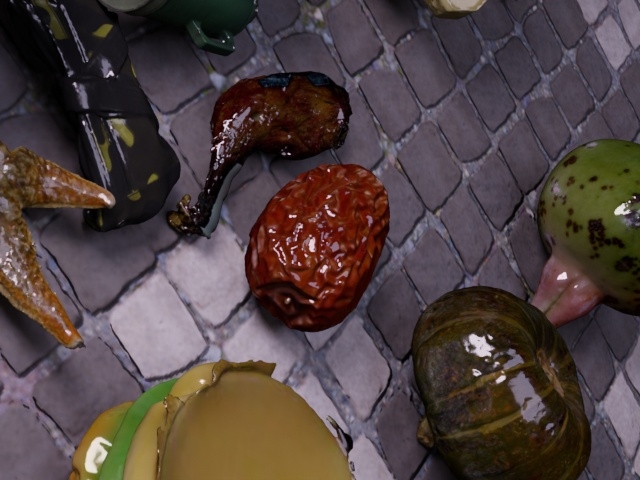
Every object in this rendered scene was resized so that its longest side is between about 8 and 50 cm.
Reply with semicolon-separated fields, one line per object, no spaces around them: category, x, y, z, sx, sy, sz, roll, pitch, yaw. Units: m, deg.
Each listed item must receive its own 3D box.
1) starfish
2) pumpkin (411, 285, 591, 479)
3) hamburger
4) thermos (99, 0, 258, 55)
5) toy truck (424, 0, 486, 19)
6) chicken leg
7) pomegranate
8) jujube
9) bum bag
starfish;-0.263;-0.025;0.769;0.247;0.050;0.138;24;60;-24
pumpkin;0.165;0.156;1.077;0.219;0.162;0.219;52;21;-30
hamburger;-0.088;0.209;0.799;0.237;0.149;0.237;29;50;-41
thermos;-0.106;-0.211;0.941;0.083;0.073;0.188;38;16;20
toy truck;0.183;-0.422;1.170;0.405;0.180;0.254;-42;104;-19
chicken leg;-0.055;-0.092;1.002;0.253;0.051;0.106;-40;111;-42
pomegranate;0.325;0.013;1.268;0.248;0.214;0.214;-48;116;-7
jujube;0.000;0.000;0.992;0.176;0.109;0.112;-61;157;-47
bum bag;-0.181;-0.123;0.875;0.107;0.060;0.232;-28;99;-55
